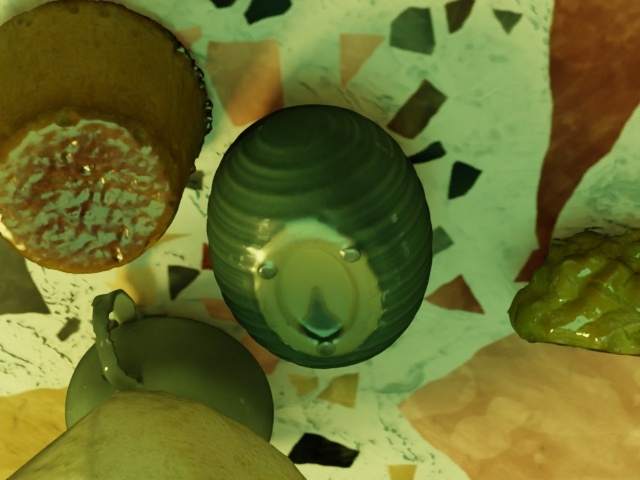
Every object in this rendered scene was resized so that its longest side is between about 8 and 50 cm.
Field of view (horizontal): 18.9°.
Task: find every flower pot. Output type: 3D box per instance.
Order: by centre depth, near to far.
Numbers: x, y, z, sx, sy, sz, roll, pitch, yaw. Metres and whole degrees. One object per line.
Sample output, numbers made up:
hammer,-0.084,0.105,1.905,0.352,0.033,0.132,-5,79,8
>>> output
flower pot,0.000,0.000,1.623,0.189,0.157,0.243,-7,126,9

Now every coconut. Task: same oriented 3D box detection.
coconut,-0.160,0.293,1.626,0.328,0.329,0.329,1,128,1

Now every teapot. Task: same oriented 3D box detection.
teapot,-0.140,0.165,1.774,0.193,0.129,0.294,-17,126,14

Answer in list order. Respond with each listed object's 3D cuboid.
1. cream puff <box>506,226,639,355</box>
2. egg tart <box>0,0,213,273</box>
cream puff,0.244,0.042,1.682,0.146,0.146,0.116,11,89,-7
egg tart,-0.191,-0.073,1.559,0.215,0.171,0.215,-3,123,-5
